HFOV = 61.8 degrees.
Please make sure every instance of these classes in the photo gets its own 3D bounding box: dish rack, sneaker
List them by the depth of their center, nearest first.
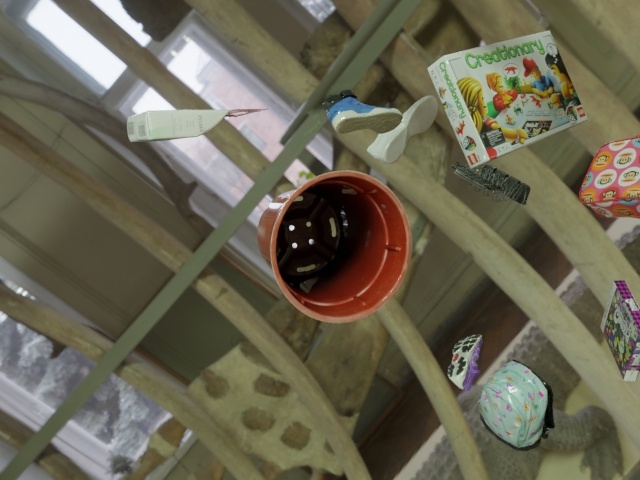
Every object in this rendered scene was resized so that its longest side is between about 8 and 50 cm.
[{"bbox_3d":[0.076,-0.242,0.988,0.152,0.085,0.058,-11,-32,-26],"label":"sneaker"},{"bbox_3d":[0.197,-0.283,1.315,0.212,0.080,0.094,-46,41,-12],"label":"sneaker"},{"bbox_3d":[0.369,0.304,1.338,0.068,0.071,0.170,-23,21,45],"label":"sneaker"},{"bbox_3d":[0.563,-0.193,1.795,0.271,0.208,0.074,-7,-55,-41],"label":"dish rack"}]

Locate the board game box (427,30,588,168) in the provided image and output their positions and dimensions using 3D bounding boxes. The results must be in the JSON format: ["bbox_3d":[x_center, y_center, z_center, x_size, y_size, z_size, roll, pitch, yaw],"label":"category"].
[{"bbox_3d":[0.352,-0.266,0.982,0.305,0.193,0.053,-23,-1,-30],"label":"board game box"}]

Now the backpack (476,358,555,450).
[{"bbox_3d":[0.395,0.337,1.091,0.115,0.152,0.182,-35,-42,-29],"label":"backpack"}]

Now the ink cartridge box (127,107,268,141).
[{"bbox_3d":[-0.234,-0.217,1.012,0.181,0.224,0.056,15,108,59],"label":"ink cartridge box"}]

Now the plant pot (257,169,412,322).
[{"bbox_3d":[0.000,0.000,1.069,0.272,0.272,0.265,-52,19,-8],"label":"plant pot"}]

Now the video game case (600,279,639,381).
[{"bbox_3d":[0.938,0.275,1.649,0.041,0.210,0.232,-2,37,8],"label":"video game case"}]

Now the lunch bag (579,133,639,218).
[{"bbox_3d":[0.886,-0.193,1.466,0.293,0.120,0.258,7,69,63],"label":"lunch bag"}]
